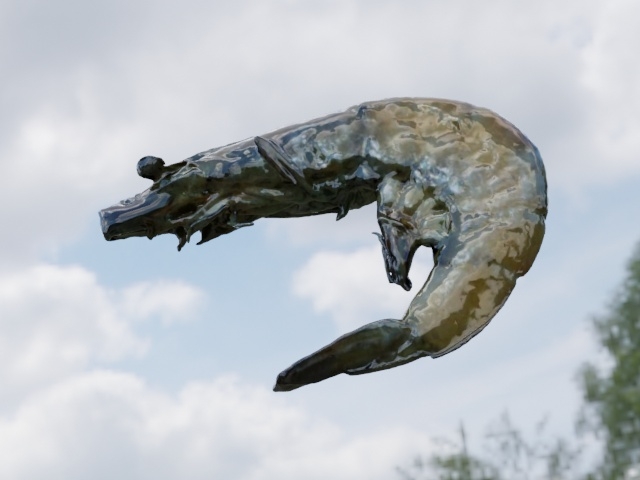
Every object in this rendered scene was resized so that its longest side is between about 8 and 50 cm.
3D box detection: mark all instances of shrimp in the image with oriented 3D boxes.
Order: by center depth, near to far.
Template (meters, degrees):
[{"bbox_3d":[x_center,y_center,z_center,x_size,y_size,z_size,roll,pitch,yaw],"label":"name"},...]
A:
[{"bbox_3d":[0.000,0.000,0.709,0.217,0.150,0.051,-10,-33,8],"label":"shrimp"}]
